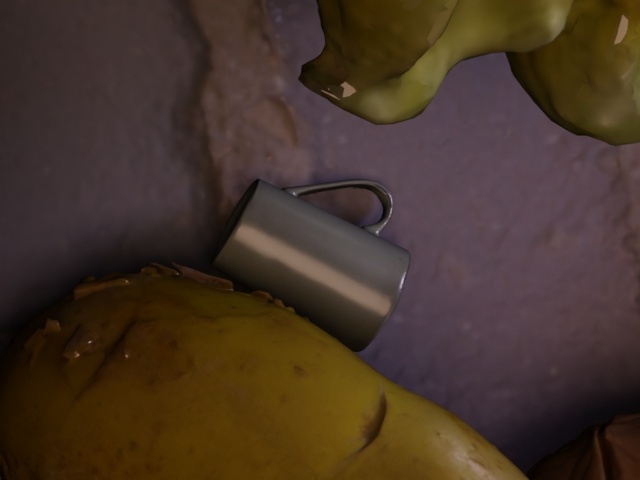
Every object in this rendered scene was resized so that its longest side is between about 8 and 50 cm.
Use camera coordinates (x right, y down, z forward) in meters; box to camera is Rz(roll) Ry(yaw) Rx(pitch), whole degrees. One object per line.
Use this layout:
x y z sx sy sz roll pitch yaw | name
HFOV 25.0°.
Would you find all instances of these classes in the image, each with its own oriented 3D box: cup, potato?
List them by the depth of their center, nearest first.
-0.020 0.125 0.631 0.300 0.140 0.173 30 120 20 | potato
0.000 0.002 0.682 0.083 0.054 0.075 29 100 -9 | cup

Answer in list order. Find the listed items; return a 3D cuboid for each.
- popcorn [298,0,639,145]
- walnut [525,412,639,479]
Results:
0.072 -0.216 0.525 0.335 0.279 0.274 -45 143 4 | popcorn
0.169 0.176 0.683 0.167 0.167 0.207 -22 105 0 | walnut
